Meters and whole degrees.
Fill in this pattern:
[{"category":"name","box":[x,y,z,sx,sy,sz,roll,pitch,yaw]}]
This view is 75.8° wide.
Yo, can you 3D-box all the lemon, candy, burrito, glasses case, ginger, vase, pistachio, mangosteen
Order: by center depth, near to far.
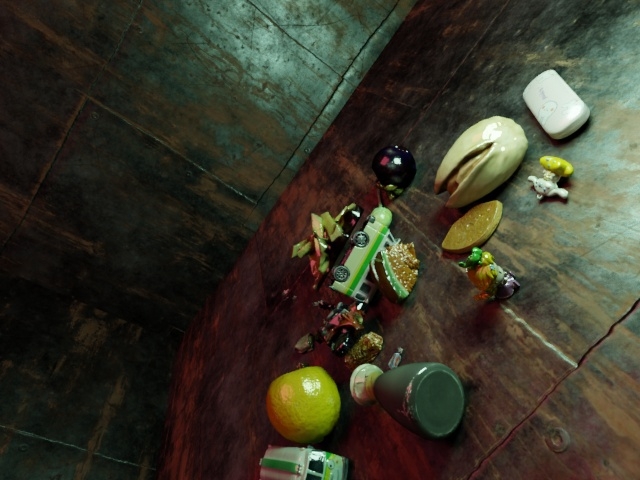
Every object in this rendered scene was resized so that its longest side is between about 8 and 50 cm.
[{"category":"vase","box":[0.206,0.398,1.088,0.321,0.173,0.173,-21,43,63]},{"category":"glasses case","box":[0.683,-0.403,1.206,0.113,0.075,0.297,-44,26,35]},{"category":"candy","box":[0.226,0.365,1.251,0.083,0.020,0.030,-63,23,-5]},{"category":"pistachio","box":[0.485,-0.236,1.278,0.194,0.213,0.318,56,131,18]},{"category":"lemon","box":[-0.048,0.544,1.331,0.240,0.240,0.219,-44,52,31]},{"category":"mangosteen","box":[0.300,-0.281,1.717,0.194,0.194,0.231,-107,27,-60]},{"category":"burrito","box":[-0.072,0.440,1.732,0.118,0.044,0.074,-35,37,37]},{"category":"ginger","box":[0.000,0.000,1.759,0.359,0.211,0.413,-61,-2,-39]},{"category":"candy","box":[0.256,-0.151,1.781,0.092,0.093,0.336,-5,31,8]}]

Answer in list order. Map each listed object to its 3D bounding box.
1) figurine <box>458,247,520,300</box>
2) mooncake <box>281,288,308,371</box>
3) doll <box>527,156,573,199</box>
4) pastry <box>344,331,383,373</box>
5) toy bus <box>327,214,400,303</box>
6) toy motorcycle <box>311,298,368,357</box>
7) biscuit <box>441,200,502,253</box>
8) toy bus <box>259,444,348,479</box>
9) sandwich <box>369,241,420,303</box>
[{"category":"figurine","box":[0.409,0.093,1.045,0.115,0.156,0.095,-46,26,22]},{"category":"mooncake","box":[-0.101,0.381,1.709,0.150,0.057,0.347,-41,58,19]},{"category":"doll","box":[0.609,-0.164,1.095,0.135,0.071,0.113,-170,91,-72]},{"category":"pastry","box":[0.134,0.370,1.375,0.169,0.063,0.087,-49,27,18]},{"category":"toy bus","box":[0.166,0.076,1.519,0.306,0.178,0.143,-61,1,-4]},{"category":"toy motorcycle","box":[0.058,0.290,1.486,0.207,0.134,0.401,-52,11,-12]},{"category":"biscuit","box":[0.464,-0.035,1.253,0.221,0.028,0.142,-47,25,24]},{"category":"toy bus","box":[-0.059,0.696,1.236,0.276,0.164,0.134,-31,37,49]},{"category":"sandwich","box":[0.263,0.111,1.387,0.109,0.159,0.185,110,139,-65]}]
